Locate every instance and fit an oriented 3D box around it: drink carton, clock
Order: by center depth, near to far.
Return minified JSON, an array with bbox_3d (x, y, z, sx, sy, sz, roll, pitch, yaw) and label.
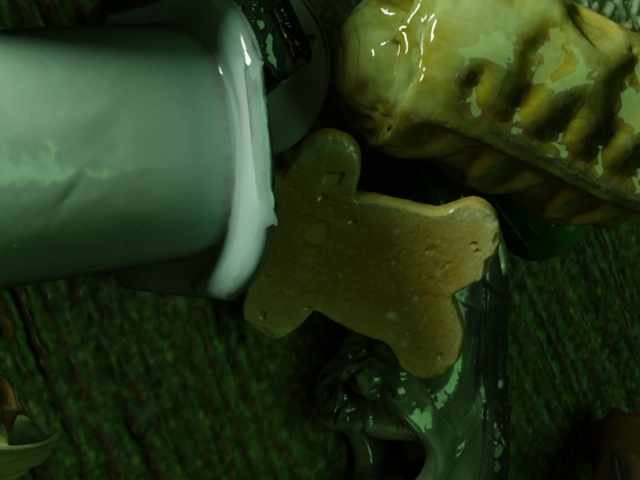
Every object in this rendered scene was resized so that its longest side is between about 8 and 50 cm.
[{"bbox_3d":[-0.150,-0.053,0.875,0.190,0.191,0.185,-3,96,-38],"label":"drink carton"},{"bbox_3d":[-0.068,-0.137,1.030,0.172,0.064,0.198,-46,120,-35],"label":"clock"}]

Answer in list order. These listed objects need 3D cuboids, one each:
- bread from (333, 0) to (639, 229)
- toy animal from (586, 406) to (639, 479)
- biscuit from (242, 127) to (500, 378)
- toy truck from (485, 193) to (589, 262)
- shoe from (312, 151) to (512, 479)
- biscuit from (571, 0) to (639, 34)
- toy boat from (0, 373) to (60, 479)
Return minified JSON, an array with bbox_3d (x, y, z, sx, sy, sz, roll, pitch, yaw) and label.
[{"bbox_3d":[0.133,-0.099,1.061,0.268,0.130,0.152,19,115,-30],"label":"bread"},{"bbox_3d":[0.256,0.219,1.282,0.229,0.066,0.224,58,20,-44],"label":"toy animal"},{"bbox_3d":[0.000,0.000,1.036,0.234,0.030,0.153,16,110,-8],"label":"biscuit"},{"bbox_3d":[0.140,-0.096,1.213,0.125,0.101,0.242,-53,127,-19],"label":"toy truck"},{"bbox_3d":[0.054,0.075,1.124,0.149,0.109,0.293,-21,106,-43],"label":"shoe"},{"bbox_3d":[0.243,-0.215,1.351,0.188,0.040,0.265,52,56,-33],"label":"biscuit"},{"bbox_3d":[-0.221,0.097,0.884,0.172,0.065,0.066,25,87,-48],"label":"toy boat"}]
